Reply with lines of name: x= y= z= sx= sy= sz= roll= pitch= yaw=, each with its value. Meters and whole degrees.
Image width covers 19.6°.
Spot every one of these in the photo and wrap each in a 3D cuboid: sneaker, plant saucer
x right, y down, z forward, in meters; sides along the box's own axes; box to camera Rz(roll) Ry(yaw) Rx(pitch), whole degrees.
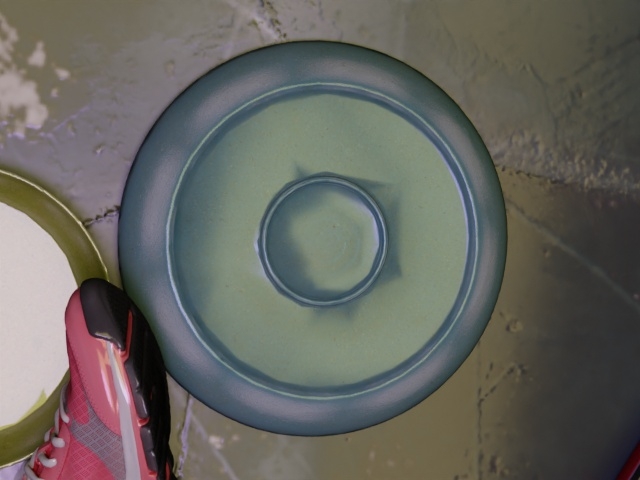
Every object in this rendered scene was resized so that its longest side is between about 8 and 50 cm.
sneaker: x=-0.177 y=0.182 z=1.390 sx=0.136 sy=0.116 sz=0.313 roll=-6 pitch=111 yaw=2
plant saucer: x=-0.280 y=0.060 z=1.430 sx=0.241 sy=0.037 sz=0.241 roll=0 pitch=92 yaw=-8
plant saucer: x=0.000 y=0.000 z=1.463 sx=0.318 sy=0.044 sz=0.317 roll=0 pitch=92 yaw=-10

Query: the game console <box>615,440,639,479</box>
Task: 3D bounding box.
game console: x=0.373 y=0.296 z=1.532 sx=0.342 sy=0.060 sz=0.386 roll=33 pitch=88 yaw=-9
